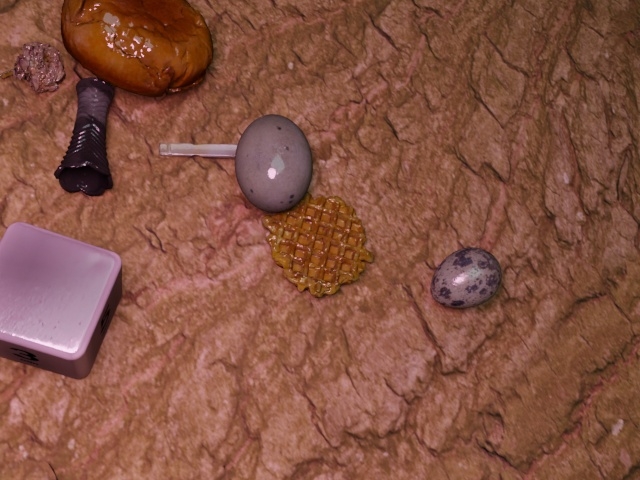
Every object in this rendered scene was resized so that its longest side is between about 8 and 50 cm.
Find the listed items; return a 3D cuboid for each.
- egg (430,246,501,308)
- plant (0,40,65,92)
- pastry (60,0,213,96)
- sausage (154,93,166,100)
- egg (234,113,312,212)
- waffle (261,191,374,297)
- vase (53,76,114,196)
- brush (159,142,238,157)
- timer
[{"bbox_3d":[0.328,0.088,1.337,0.172,0.132,0.132,-27,78,-12],"label":"egg"},{"bbox_3d":[-0.618,-0.367,1.261,0.121,0.105,0.116,-10,28,10],"label":"plant"},{"bbox_3d":[-0.395,-0.464,1.282,0.355,0.164,0.356,18,48,-21],"label":"pastry"},{"bbox_3d":[-0.394,-0.369,1.348,0.031,0.031,0.107,-32,81,-27],"label":"sausage"},{"bbox_3d":[-0.101,-0.170,1.279,0.169,0.169,0.237,10,52,-14],"label":"egg"},{"bbox_3d":[0.000,0.000,1.306,0.237,0.059,0.243,-23,75,-26],"label":"waffle"},{"bbox_3d":[-0.478,-0.221,1.221,0.115,0.115,0.238,4,61,-17],"label":"vase"},{"bbox_3d":[-0.270,-0.201,1.321,0.178,0.030,0.033,0,83,-8],"label":"brush"},{"bbox_3d":[-0.467,0.110,1.022,0.192,0.195,0.194,20,62,-10],"label":"timer"}]
